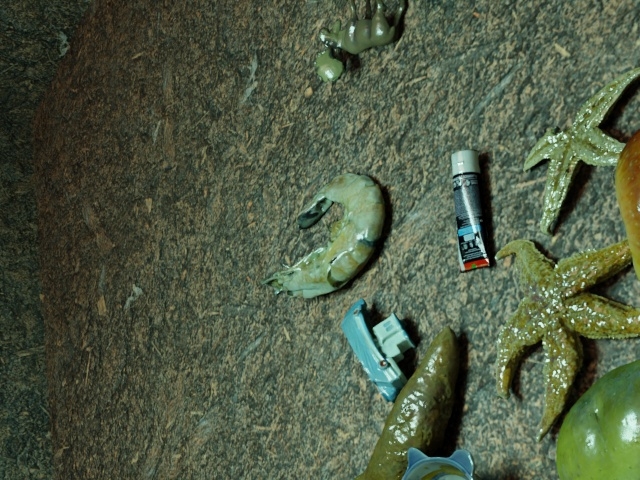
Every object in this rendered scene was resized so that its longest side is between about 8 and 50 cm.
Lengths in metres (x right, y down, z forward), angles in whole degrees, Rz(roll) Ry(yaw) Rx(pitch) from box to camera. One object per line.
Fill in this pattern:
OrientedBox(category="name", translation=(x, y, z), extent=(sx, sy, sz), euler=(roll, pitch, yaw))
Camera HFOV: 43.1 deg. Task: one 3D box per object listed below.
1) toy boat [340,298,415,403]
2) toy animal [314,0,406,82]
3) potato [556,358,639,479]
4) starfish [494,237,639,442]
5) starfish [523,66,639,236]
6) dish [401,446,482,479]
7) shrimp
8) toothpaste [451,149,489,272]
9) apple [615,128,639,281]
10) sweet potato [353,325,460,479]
OrientedBox(category="toy boat", translation=(0.110, 0.177, 1.391), extent=(0.102, 0.088, 0.215), euler=(-33, 44, 1))
OrientedBox(category="toy animal", translation=(0.065, -0.402, 1.600), extent=(0.214, 0.094, 0.186), euler=(9, 96, 47))
OrientedBox(category="potato", translation=(0.378, 0.226, 0.942), extent=(0.248, 0.143, 0.169), euler=(-50, 5, 40))
OrientedBox(category="starfish", translation=(0.337, 0.103, 1.102), extent=(0.302, 0.060, 0.299), euler=(-33, 53, 44))
OrientedBox(category="starfish", translation=(0.375, -0.128, 1.127), extent=(0.247, 0.050, 0.138), euler=(-46, 48, 41))
OrientedBox(category="dish", translation=(0.194, 0.412, 1.184), extent=(0.236, 0.086, 0.228), euler=(-57, 39, 27))
OrientedBox(category="shrimp", translation=(0.000, 0.000, 1.591), extent=(0.360, 0.085, 0.246), euler=(-37, 43, 39))
OrientedBox(category="toothpaste", translation=(0.238, -0.046, 1.301), extent=(0.071, 0.045, 0.193), euler=(-23, 68, 59))
OrientedBox(category="apple", translation=(0.429, -0.035, 0.897), extent=(0.173, 0.210, 0.234), euler=(-13, 76, 28))
OrientedBox(category="sweet potato", translation=(0.143, 0.300, 1.284), extent=(0.341, 0.092, 0.114), euler=(-65, 21, 16))
